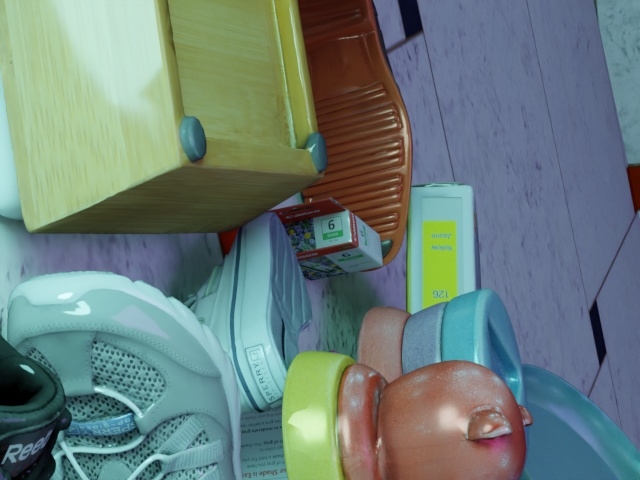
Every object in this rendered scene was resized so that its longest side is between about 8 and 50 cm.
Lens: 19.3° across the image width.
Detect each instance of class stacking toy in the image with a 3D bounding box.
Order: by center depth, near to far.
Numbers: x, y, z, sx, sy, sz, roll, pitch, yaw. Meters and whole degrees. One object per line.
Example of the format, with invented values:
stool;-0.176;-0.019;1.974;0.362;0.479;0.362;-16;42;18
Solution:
stacking toy;0.094;0.176;1.207;0.309;0.130;0.279;-37;117;-72

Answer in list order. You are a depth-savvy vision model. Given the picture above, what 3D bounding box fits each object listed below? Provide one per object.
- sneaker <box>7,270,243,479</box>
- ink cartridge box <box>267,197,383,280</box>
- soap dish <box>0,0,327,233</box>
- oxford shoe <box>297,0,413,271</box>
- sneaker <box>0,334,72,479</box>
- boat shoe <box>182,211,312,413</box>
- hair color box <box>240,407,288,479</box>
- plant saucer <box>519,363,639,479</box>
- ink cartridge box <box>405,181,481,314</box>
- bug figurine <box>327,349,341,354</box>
sneaker;-0.090;0.136;0.995;0.115;0.105;0.281;-79;154;-49
ink cartridge box;0.000;0.000;1.426;0.115;0.063;0.029;35;46;-66
soap dish;-0.097;-0.121;1.091;0.291;0.118;0.229;-1;82;-71
oxford shoe;0.029;-0.106;1.530;0.098;0.097;0.271;30;53;-76
sneaker;-0.157;0.113;0.749;0.097;0.135;0.276;-57;136;-68
boat shoe;-0.055;0.045;1.212;0.226;0.076;0.083;-83;152;-72
hair color box;-0.018;0.167;1.229;0.053;0.093;0.167;41;44;-65
plant saucer;0.289;0.272;2.032;0.317;0.044;0.317;38;25;-22
ink cartridge box;0.107;0.164;1.575;0.303;0.072;0.307;83;9;-54
bug figurine;0.025;0.196;1.388;0.279;0.072;0.216;38;45;-65
